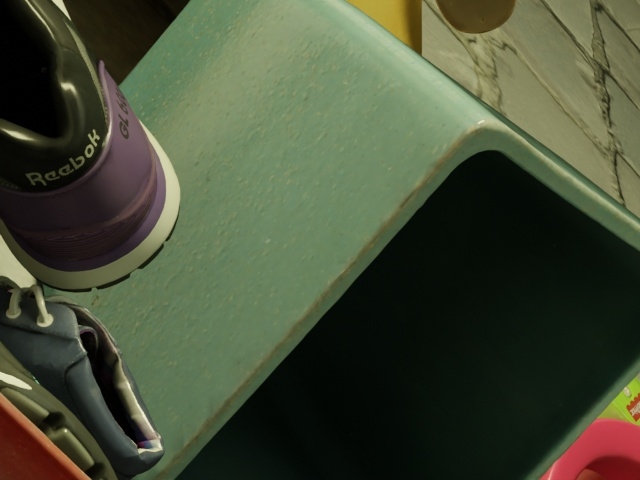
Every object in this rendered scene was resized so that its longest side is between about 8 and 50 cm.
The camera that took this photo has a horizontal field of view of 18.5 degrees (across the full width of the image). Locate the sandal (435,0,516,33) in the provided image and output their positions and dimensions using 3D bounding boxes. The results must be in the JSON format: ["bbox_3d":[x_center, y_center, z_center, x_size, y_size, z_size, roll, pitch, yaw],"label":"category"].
[{"bbox_3d":[0.091,-0.268,1.372,0.079,0.088,0.240,-94,174,-65],"label":"sandal"}]

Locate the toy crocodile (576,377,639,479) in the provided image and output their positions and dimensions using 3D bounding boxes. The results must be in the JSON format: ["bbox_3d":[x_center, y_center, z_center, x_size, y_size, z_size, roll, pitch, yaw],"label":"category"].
[{"bbox_3d":[0.213,0.187,1.382,0.340,0.115,0.105,43,27,-23],"label":"toy crocodile"}]

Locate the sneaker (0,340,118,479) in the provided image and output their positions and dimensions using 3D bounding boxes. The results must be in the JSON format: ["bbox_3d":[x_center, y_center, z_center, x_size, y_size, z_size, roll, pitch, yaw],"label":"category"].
[{"bbox_3d":[-0.158,0.055,0.790,0.267,0.101,0.106,58,3,-18],"label":"sneaker"}]

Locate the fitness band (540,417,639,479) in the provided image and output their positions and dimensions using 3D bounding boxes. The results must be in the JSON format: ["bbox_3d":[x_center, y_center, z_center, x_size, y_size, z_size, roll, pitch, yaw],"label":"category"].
[{"bbox_3d":[0.213,0.246,1.262,0.291,0.054,0.209,48,45,-23],"label":"fitness band"}]

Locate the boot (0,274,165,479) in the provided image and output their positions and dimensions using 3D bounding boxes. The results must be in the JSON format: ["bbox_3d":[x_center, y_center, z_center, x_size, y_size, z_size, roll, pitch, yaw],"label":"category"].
[{"bbox_3d":[-0.141,0.038,0.870,0.190,0.086,0.069,59,21,11],"label":"boot"}]

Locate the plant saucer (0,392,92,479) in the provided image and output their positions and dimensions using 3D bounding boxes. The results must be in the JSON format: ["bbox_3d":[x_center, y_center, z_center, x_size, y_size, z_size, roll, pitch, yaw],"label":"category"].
[{"bbox_3d":[-0.100,0.212,0.685,0.259,0.048,0.258,46,35,-19],"label":"plant saucer"}]

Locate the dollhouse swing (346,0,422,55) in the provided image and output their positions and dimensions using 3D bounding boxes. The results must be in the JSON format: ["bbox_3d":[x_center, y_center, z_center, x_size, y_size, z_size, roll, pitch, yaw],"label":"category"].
[{"bbox_3d":[-0.087,-0.166,1.345,0.315,0.305,0.347,17,10,20],"label":"dollhouse swing"}]

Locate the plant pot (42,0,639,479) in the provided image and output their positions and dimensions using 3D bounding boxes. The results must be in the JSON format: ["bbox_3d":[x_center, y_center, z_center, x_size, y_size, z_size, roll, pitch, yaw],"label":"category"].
[{"bbox_3d":[0.000,0.000,1.037,0.248,0.247,0.252,29,17,-49],"label":"plant pot"}]

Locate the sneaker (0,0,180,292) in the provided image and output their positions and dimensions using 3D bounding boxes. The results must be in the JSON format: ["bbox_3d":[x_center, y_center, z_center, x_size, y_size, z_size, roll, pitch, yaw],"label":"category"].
[{"bbox_3d":[-0.168,-0.110,0.896,0.283,0.107,0.124,45,-11,29],"label":"sneaker"}]
